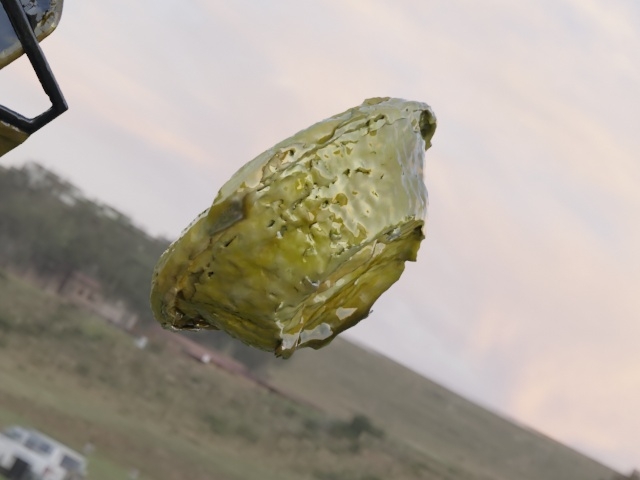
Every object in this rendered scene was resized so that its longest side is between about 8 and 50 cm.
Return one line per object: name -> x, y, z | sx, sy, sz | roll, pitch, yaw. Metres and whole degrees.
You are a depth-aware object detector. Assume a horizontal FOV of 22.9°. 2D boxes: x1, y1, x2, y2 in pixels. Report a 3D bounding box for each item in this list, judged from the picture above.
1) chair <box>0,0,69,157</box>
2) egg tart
chair -> -0.279, -0.171, 1.213 | 0.247, 0.172, 0.159 | 47, 8, -49
egg tart -> 0.000, 0.000, 1.552 | 0.132, 0.345, 0.345 | 49, -6, 17
